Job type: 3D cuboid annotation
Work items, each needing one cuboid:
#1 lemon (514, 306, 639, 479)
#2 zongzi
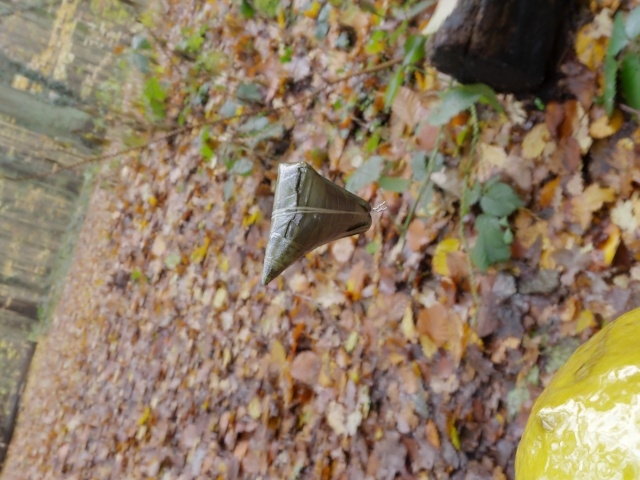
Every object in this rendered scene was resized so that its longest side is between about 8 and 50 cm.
[{"bbox_3d":[0.234,0.150,0.458,0.233,0.234,0.288,-59,-9,34],"label":"lemon"},{"bbox_3d":[0.000,0.000,1.106,0.084,0.187,0.184,-5,69,45],"label":"zongzi"}]
